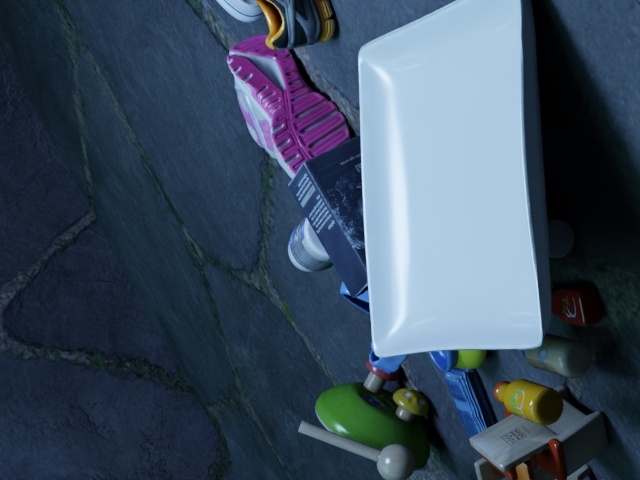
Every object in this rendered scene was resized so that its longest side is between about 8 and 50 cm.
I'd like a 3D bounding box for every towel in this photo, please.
[{"bbox_3d":[0.196,0.216,1.979,0.119,0.029,0.067,67,162,-14],"label":"towel"}]

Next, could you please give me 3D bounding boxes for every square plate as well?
[{"bbox_3d":[0.136,-0.060,1.527,0.344,0.049,0.347,167,101,-65],"label":"square plate"}]

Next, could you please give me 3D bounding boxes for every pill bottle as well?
[{"bbox_3d":[0.000,0.000,2.133,0.078,0.078,0.137,61,161,5],"label":"pill bottle"}]

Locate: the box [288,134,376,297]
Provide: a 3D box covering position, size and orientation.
[{"bbox_3d":[0.073,-0.043,1.748,0.158,0.156,0.093,60,161,8],"label":"box"}]

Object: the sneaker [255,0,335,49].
[{"bbox_3d":[-0.056,-0.329,1.821,0.215,0.083,0.084,67,163,-9],"label":"sneaker"}]

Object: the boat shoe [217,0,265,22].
[{"bbox_3d":[-0.123,-0.387,1.918,0.226,0.083,0.076,64,163,-2],"label":"boat shoe"}]

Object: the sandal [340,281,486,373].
[{"bbox_3d":[0.082,0.036,1.870,0.317,0.138,0.126,63,164,6],"label":"sandal"}]

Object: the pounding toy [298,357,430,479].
[{"bbox_3d":[0.089,0.240,2.157,0.183,0.110,0.237,29,-166,8],"label":"pounding toy"}]

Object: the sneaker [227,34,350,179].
[{"bbox_3d":[-0.036,-0.152,2.005,0.111,0.103,0.252,87,156,-60],"label":"sneaker"}]

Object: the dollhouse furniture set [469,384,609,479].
[{"bbox_3d":[0.267,0.308,1.743,0.262,0.135,0.259,36,148,54],"label":"dollhouse furniture set"}]

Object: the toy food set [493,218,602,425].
[{"bbox_3d":[0.216,0.065,1.582,0.104,0.111,0.232,9,117,69],"label":"toy food set"}]
